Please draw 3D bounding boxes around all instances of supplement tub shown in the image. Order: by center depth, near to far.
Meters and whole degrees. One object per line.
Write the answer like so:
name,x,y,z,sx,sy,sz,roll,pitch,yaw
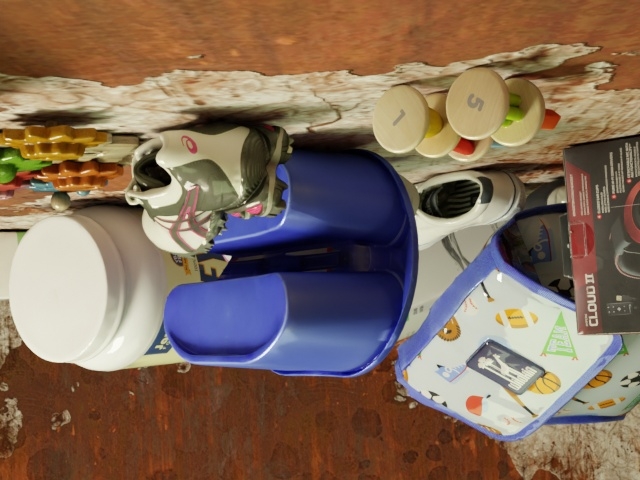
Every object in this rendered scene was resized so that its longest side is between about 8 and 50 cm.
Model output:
supplement tub,-0.261,0.068,1.519,0.235,0.235,0.325,-6,176,35

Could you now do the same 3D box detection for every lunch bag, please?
lunch bag,0.330,0.113,1.433,0.386,0.239,0.328,3,143,-25

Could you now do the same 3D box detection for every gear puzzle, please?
gear puzzle,-0.255,-0.065,0.969,0.175,0.044,0.339,-2,176,-22

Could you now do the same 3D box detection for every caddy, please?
caddy,-0.030,0.025,1.116,0.179,0.241,0.341,7,172,-33

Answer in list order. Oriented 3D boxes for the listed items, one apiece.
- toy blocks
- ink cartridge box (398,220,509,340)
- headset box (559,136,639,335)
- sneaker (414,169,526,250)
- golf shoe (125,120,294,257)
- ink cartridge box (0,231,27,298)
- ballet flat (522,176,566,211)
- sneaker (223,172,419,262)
toy blocks,0.133,-0.095,0.827,0.123,0.054,0.148,-6,175,39
ink cartridge box,0.183,0.047,1.602,0.289,0.121,0.211,-22,162,-3
headset box,0.401,-0.009,1.143,0.293,0.218,0.110,-7,174,34
sneaker,0.147,-0.048,1.392,0.091,0.094,0.258,12,158,-41
golf shoe,-0.130,-0.056,0.969,0.120,0.105,0.273,10,163,-26
ink cartridge box,-0.652,0.049,1.742,0.353,0.119,0.207,-1,176,-42
ballet flat,0.380,-0.062,1.448,0.203,0.074,0.074,-11,175,13
sneaker,0.006,-0.046,1.300,0.305,0.114,0.152,-11,-164,41
